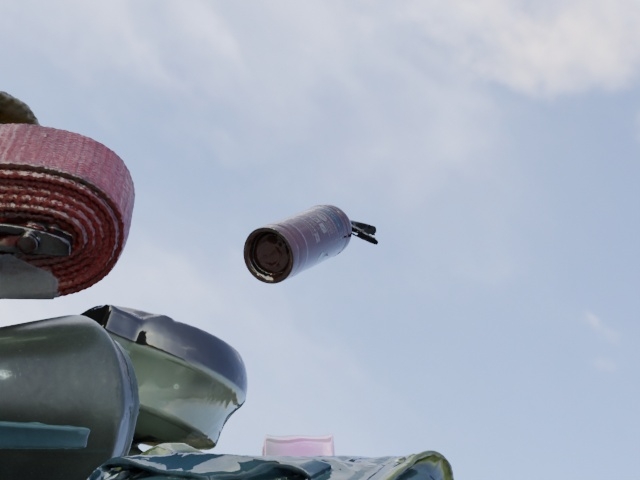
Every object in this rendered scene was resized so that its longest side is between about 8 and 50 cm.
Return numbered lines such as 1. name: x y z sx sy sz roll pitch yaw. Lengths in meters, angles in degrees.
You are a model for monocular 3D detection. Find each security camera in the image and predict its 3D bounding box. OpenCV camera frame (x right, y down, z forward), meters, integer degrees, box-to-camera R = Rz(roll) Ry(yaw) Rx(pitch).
1. security camera: -0.197 0.221 1.119 0.191 0.277 0.197 28 -23 -24

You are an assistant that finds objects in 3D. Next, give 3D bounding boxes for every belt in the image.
1. belt: -0.260 -0.021 0.950 0.201 0.124 0.128 1 -66 -7

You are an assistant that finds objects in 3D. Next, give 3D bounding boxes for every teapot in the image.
1. teapot: -0.271 0.141 0.917 0.225 0.171 0.203 9 -3 -42

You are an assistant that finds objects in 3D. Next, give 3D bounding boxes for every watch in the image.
1. watch: -0.044 0.382 1.593 0.211 0.217 0.248 -1 -10 0

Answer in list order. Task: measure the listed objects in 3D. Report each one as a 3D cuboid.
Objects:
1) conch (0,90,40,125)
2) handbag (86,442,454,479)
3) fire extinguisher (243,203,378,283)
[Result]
1. conch: -0.517 -0.073 1.555 0.210 0.297 0.352 13 -3 31
2. handbag: -0.055 0.248 0.686 0.241 0.263 0.222 -5 -73 43
3. fire extinguisher: 0.000 0.000 2.041 0.138 0.344 0.102 24 -69 21
